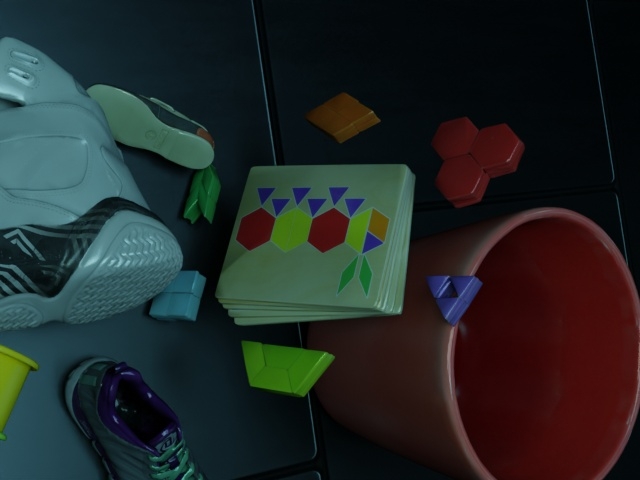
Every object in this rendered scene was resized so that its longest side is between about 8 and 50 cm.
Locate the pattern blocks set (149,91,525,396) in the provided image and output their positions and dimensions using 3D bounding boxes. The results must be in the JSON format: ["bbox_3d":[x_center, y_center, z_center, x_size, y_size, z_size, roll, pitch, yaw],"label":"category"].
[{"bbox_3d":[0.000,0.000,0.936,0.026,0.324,0.285,41,65,-52],"label":"pattern blocks set"}]

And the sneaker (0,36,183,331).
[{"bbox_3d":[-0.282,-0.043,0.807,0.365,0.137,0.210,2,56,-51],"label":"sneaker"}]

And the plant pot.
[{"bbox_3d":[0.133,0.105,1.021,0.275,0.243,0.275,1,88,-39],"label":"plant pot"}]

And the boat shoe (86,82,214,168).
[{"bbox_3d":[-0.161,-0.112,0.996,0.137,0.049,0.043,25,29,-25],"label":"boat shoe"}]

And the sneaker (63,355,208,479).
[{"bbox_3d":[-0.143,0.202,0.931,0.083,0.098,0.224,-41,105,-29],"label":"sneaker"}]

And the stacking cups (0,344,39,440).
[{"bbox_3d":[-0.325,0.224,0.815,0.096,0.096,0.316,30,69,-26],"label":"stacking cups"}]
